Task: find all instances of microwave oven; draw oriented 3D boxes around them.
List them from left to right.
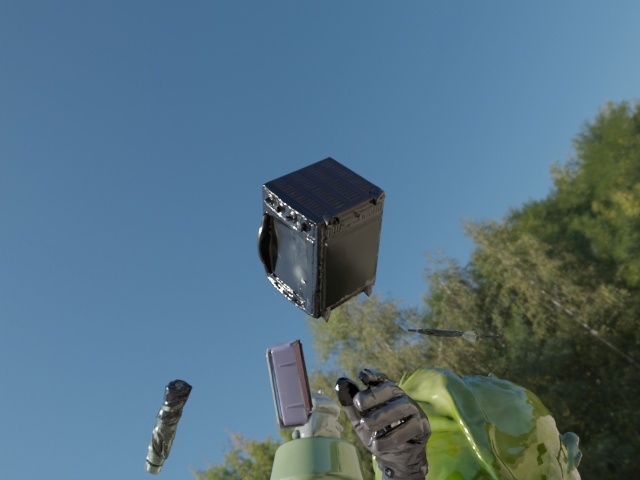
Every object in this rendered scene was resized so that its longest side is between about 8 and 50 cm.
[{"bbox_3d":[0.000,-0.001,1.098,0.188,0.178,0.247,-28,-43,-34],"label":"microwave oven"}]

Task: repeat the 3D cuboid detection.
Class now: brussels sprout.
[{"bbox_3d":[0.322,0.471,1.179,0.361,0.425,0.342,-64,-21,-79],"label":"brussels sprout"}]

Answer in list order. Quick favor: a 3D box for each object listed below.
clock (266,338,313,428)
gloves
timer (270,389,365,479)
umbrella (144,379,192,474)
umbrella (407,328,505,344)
[{"bbox_3d":[-0.072,0.346,1.403,0.073,0.193,0.144,-11,-6,5],"label":"clock"},{"bbox_3d":[0.103,0.295,0.908,0.119,0.142,0.285,-57,-39,-31],"label":"gloves"},{"bbox_3d":[-0.008,0.626,1.787,0.291,0.315,0.290,0,-40,0],"label":"timer"},{"bbox_3d":[-0.273,0.330,1.006,0.046,0.050,0.188,18,-73,-12],"label":"umbrella"},{"bbox_3d":[0.384,0.270,1.635,0.044,0.269,0.044,64,-149,-62],"label":"umbrella"}]
